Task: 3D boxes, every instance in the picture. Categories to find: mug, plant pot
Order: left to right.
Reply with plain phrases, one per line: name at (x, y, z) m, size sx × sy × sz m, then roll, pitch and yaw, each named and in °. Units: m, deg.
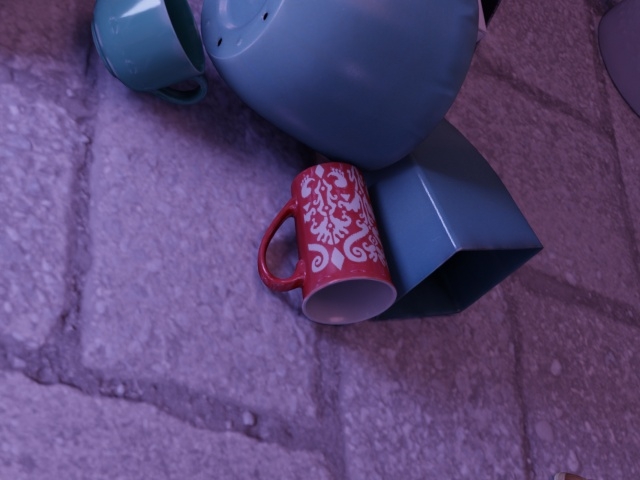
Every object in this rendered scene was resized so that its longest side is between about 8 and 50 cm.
mug at (-0.196, -0.223, 1.421) m, size 0.129 × 0.097 × 0.158 m, roll -55°, pitch 126°, yaw -78°
plant pot at (0.003, -0.258, 1.480) m, size 0.235 × 0.293 × 0.293 m, roll 22°, pitch 52°, yaw -36°
mug at (0.008, -0.004, 1.476) m, size 0.150 × 0.113 × 0.169 m, roll 17°, pitch 51°, yaw -37°
plant pot at (0.129, -0.046, 1.578) m, size 0.165 × 0.165 × 0.234 m, roll -1°, pitch 59°, yaw -43°
mug at (0.681, -0.419, 2.194) m, size 0.276 × 0.328 × 0.374 m, roll -20°, pitch 80°, yaw -48°

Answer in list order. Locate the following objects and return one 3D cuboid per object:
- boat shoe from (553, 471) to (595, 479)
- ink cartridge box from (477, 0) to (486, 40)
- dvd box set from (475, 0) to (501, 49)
boat shoe at (0.363, 0.335, 1.634) m, size 0.135 × 0.045 × 0.050 m, roll 29°, pitch 48°, yaw -27°
ink cartridge box at (0.099, -0.356, 1.708) m, size 0.117 × 0.207 × 0.283 m, roll 15°, pitch 55°, yaw -34°
dvd box set at (0.201, -0.503, 1.831) m, size 0.062 × 0.308 × 0.421 m, roll 2°, pitch 60°, yaw -13°
